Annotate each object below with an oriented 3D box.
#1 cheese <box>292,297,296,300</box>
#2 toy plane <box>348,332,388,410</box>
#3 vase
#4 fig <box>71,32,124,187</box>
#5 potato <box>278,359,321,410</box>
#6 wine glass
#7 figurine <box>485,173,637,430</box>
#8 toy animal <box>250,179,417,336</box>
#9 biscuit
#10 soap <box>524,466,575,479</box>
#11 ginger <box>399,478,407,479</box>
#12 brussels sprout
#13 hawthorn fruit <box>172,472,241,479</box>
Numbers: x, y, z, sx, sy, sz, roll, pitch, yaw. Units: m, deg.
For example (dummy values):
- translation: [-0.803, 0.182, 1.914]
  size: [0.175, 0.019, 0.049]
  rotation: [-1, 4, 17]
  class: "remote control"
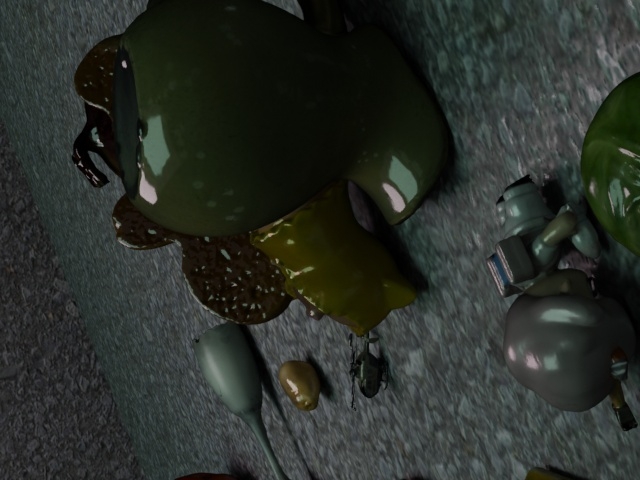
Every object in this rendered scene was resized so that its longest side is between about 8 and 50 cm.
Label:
- translation: [-0.070, 0.004, 1.539]
  size: [0.126, 0.093, 0.171]
  rotation: [60, 156, 18]
  class: "cheese"
- translation: [0.058, 0.157, 1.456]
  size: [0.031, 0.049, 0.120]
  rotation: [19, 111, 60]
  class: "toy plane"
- translation: [-0.055, -0.169, 1.156]
  size: [0.241, 0.302, 0.329]
  rotation: [131, 132, -66]
  class: "vase"
- translation: [-0.235, -0.182, 1.608]
  size: [0.235, 0.214, 0.235]
  rotation: [-175, 90, -67]
  class: "fig"
- translation: [-0.029, 0.216, 1.691]
  size: [0.068, 0.062, 0.083]
  rotation: [49, -159, -44]
  class: "potato"
- translation: [-0.159, 0.319, 1.979]
  size: [0.264, 0.096, 0.309]
  rotation: [-38, 76, 52]
  class: "wine glass"
- translation: [0.201, 0.058, 0.969]
  size: [0.137, 0.112, 0.229]
  rotation: [120, 134, -69]
  class: "figurine"
- translation: [0.002, 0.001, 1.306]
  size: [0.230, 0.156, 0.156]
  rotation: [49, 161, -13]
  class: "toy animal"
- translation: [-0.147, -0.094, 1.446]
  size: [0.432, 0.283, 0.064]
  rotation: [64, -163, 9]
  class: "biscuit"
- translation: [0.277, 0.326, 1.070]
  size: [0.274, 0.089, 0.173]
  rotation: [4, 116, 66]
  class: "soap"
- translation: [0.144, 0.414, 1.481]
  size: [0.213, 0.074, 0.137]
  rotation: [52, 154, 19]
  class: "ginger"
- translation: [0.242, -0.043, 0.758]
  size: [0.155, 0.118, 0.155]
  rotation: [166, 90, -74]
  class: "brussels sprout"
- translation: [-0.228, 0.595, 2.245]
  size: [0.284, 0.284, 0.284]
  rotation: [49, 151, 38]
  class: "hawthorn fruit"
